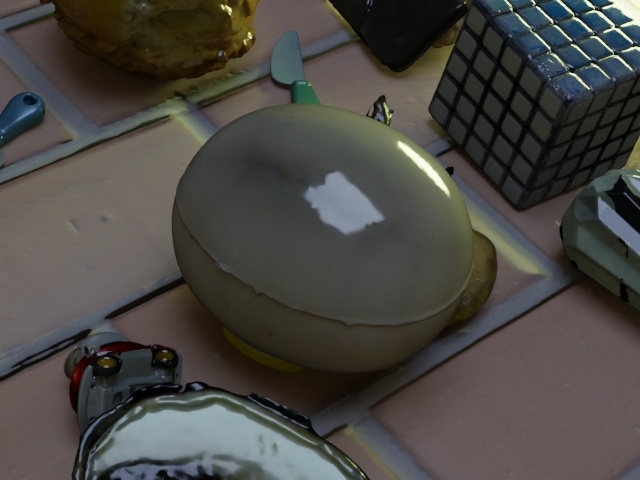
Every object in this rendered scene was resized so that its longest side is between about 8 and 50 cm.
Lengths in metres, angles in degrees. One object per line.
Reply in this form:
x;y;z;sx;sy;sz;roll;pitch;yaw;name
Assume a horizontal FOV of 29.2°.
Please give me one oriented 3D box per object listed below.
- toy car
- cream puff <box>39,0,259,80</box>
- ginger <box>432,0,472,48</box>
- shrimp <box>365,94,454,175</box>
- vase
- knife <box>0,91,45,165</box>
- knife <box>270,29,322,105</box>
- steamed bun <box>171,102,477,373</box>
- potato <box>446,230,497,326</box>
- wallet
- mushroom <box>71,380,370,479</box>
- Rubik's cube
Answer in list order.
-0.242;0.156;1.453;0.139;0.112;0.112;-13;35;-35;toy car
-0.255;-0.366;1.836;0.327;0.231;0.343;34;43;12;cream puff
0.267;-0.384;2.006;0.221;0.130;0.276;-31;31;-23;ginger
0.128;-0.134;1.831;0.148;0.035;0.195;9;53;0;shrimp
0.490;0.062;1.655;0.165;0.165;0.360;-28;62;-32;vase
-0.464;-0.124;1.711;0.058;0.032;0.244;30;53;4;knife
-0.044;-0.253;1.918;0.063;0.034;0.260;-7;43;-9;knife
0.002;-0.005;1.503;0.374;0.334;0.334;31;49;18;steamed bun
0.179;0.050;1.644;0.107;0.080;0.170;26;50;1;potato
0.101;-0.418;2.023;0.165;0.042;0.309;-40;56;8;wallet
-0.098;0.295;1.339;0.344;0.130;0.247;14;63;3;mushroom
0.341;-0.226;1.823;0.237;0.238;0.237;-20;56;-29;Rubik's cube
